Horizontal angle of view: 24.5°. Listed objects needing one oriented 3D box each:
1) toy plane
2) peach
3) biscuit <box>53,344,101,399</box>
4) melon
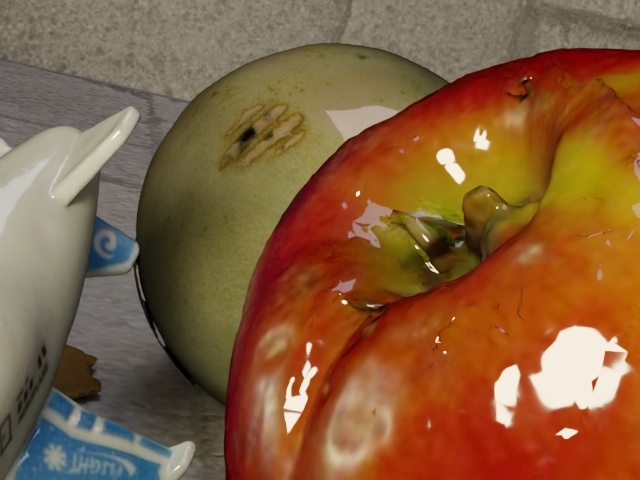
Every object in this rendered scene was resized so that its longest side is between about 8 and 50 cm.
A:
[{"bbox_3d":[-0.172,0.045,0.701,0.267,0.267,0.122,5,-19,-38],"label":"toy plane"},{"bbox_3d":[0.167,0.115,0.690,0.416,0.353,0.339,55,0,-26],"label":"peach"},{"bbox_3d":[-0.274,0.072,0.978,0.232,0.013,0.237,18,12,23],"label":"biscuit"},{"bbox_3d":[0.000,0.000,1.023,0.268,0.268,0.330,11,3,-17],"label":"melon"}]
